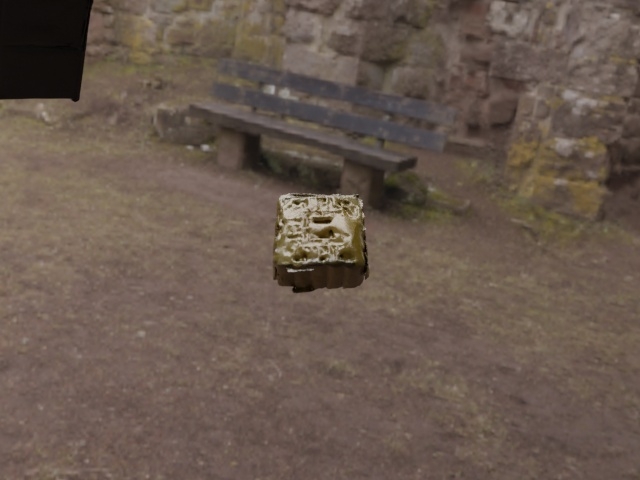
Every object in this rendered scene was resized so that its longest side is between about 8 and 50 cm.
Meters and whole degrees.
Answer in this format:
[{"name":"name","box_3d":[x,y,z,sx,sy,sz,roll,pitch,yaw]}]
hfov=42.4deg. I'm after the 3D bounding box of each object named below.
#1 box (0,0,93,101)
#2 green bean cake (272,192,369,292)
[{"name":"box","box_3d":[-0.688,-0.489,1.829,0.204,0.251,0.345,-10,37,-43]},{"name":"green bean cake","box_3d":[0.000,0.000,1.944,0.229,0.131,0.224,-1,58,1]}]
